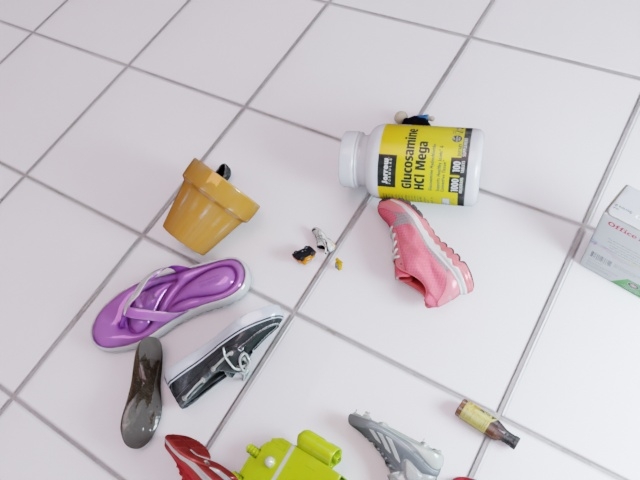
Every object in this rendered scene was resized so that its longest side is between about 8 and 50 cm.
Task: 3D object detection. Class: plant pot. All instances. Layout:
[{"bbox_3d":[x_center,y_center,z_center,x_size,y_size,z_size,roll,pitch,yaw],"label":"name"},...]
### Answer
[{"bbox_3d":[-0.290,-0.073,1.426,0.205,0.205,0.187,36,88,27],"label":"plant pot"}]

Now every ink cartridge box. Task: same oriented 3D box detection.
[{"bbox_3d":[0.649,0.007,1.161,0.154,0.212,0.093,35,72,27],"label":"ink cartridge box"}]

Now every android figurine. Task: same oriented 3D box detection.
[{"bbox_3d":[-0.062,0.490,1.088,0.273,0.056,0.248,20,66,36],"label":"android figurine"}]

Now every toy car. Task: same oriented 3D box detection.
[{"bbox_3d":[-0.009,0.056,1.369,0.122,0.040,0.060,25,47,26],"label":"toy car"}]

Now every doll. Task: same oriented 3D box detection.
[{"bbox_3d":[0.261,-0.288,1.513,0.129,0.046,0.189,-33,59,-9],"label":"doll"}]

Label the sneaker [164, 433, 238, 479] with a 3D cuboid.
[{"bbox_3d":[-0.267,0.494,1.142,0.221,0.087,0.128,20,87,45],"label":"sneaker"}]

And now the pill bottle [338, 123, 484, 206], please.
[{"bbox_3d":[0.221,-0.188,1.379,0.334,0.188,0.187,6,62,15],"label":"pill bottle"}]

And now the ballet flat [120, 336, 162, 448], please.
[{"bbox_3d":[-0.403,0.343,1.281,0.084,0.058,0.249,10,62,-23],"label":"ballet flat"}]

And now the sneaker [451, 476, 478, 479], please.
[{"bbox_3d":[0.302,0.467,1.049,0.119,0.067,0.042,13,63,19],"label":"sneaker"}]

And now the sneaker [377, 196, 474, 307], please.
[{"bbox_3d":[0.207,0.024,1.301,0.136,0.116,0.313,-34,59,-7],"label":"sneaker"}]

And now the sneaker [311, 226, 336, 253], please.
[{"bbox_3d":[0.000,0.000,1.406,0.037,0.032,0.083,-39,60,-12],"label":"sneaker"}]

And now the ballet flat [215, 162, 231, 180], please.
[{"bbox_3d":[-0.309,-0.142,1.543,0.058,0.049,0.173,25,68,25],"label":"ballet flat"}]

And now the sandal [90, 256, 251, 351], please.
[{"bbox_3d":[-0.376,0.130,1.366,0.417,0.102,0.169,-24,58,-3],"label":"sandal"}]

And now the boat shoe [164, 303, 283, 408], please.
[{"bbox_3d":[-0.200,0.260,1.250,0.306,0.113,0.104,-32,65,-5],"label":"boat shoe"}]

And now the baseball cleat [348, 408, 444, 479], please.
[{"bbox_3d":[0.134,0.418,1.112,0.206,0.072,0.109,18,72,25],"label":"baseball cleat"}]

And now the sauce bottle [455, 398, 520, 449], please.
[{"bbox_3d":[0.332,0.366,1.119,0.128,0.042,0.042,31,70,23],"label":"sauce bottle"}]
